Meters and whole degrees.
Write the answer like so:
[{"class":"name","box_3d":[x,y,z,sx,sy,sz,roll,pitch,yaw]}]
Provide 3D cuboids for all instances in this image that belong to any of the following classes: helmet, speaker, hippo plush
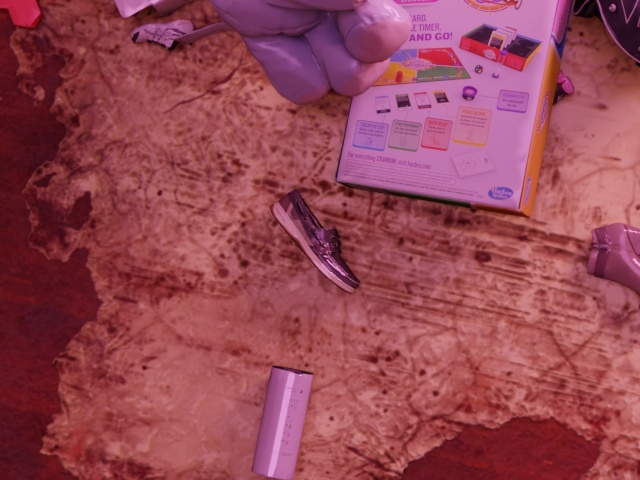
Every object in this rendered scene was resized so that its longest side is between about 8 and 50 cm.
[{"class":"helmet","box_3d":[0.393,-0.285,1.645,0.169,0.161,0.169,-1,95,-15]},{"class":"speaker","box_3d":[-0.047,0.227,1.738,0.055,0.055,0.136,10,88,7]},{"class":"hippo plush","box_3d":[-0.014,-0.320,1.686,0.294,0.234,0.236,3,52,21]}]

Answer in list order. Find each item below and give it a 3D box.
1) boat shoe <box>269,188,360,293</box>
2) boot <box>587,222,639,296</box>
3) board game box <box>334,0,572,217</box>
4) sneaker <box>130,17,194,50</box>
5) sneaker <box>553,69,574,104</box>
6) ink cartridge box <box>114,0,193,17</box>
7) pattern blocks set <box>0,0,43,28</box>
[{"class":"boat shoe","box_3d":[0.000,0.000,1.744,0.049,0.056,0.152,-44,83,8]},{"class":"boot","box_3d":[0.371,0.038,1.711,0.087,0.042,0.118,2,86,13]},{"class":"board game box","box_3d":[0.166,-0.203,1.703,0.242,0.064,0.316,11,88,22]},{"class":"sneaker","box_3d":[-0.203,-0.261,1.793,0.083,0.032,0.037,-9,86,7]},{"class":"sneaker","box_3d":[0.259,-0.214,1.735,0.057,0.047,0.119,-42,82,14]},{"class":"ink cartridge box","box_3d":[-0.181,-0.367,1.779,0.198,0.067,0.115,-26,84,3]},{"class":"pattern blocks set","box_3d":[-0.414,-0.469,1.832,0.325,0.026,0.285,43,92,7]}]
